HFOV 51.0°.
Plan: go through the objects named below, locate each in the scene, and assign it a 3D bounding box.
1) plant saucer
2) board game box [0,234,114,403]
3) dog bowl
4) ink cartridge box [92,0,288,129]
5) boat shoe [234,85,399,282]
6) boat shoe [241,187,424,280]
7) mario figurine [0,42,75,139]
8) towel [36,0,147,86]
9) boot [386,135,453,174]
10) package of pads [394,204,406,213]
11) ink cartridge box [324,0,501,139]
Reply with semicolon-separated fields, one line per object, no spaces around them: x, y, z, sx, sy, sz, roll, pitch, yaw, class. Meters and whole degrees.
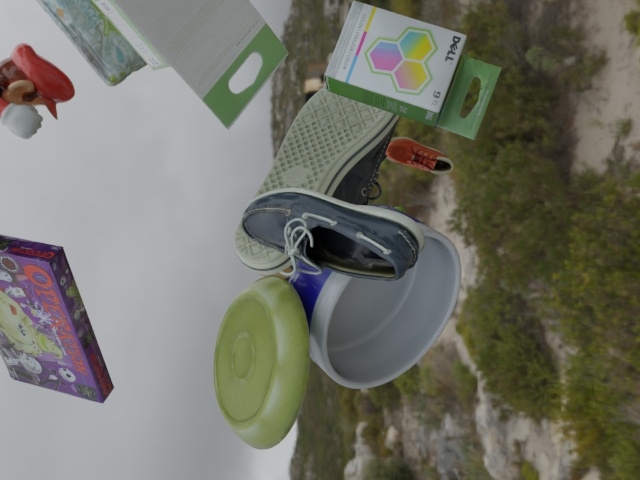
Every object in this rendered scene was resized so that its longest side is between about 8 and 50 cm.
-0.094;0.165;0.932;0.241;0.037;0.240;-21;64;54;plant saucer
-0.497;0.139;1.172;0.056;0.208;0.346;-68;-20;-49;board game box
0.081;0.083;1.005;0.104;0.265;0.264;37;139;45;dog bowl
-0.168;-0.292;0.922;0.235;0.056;0.171;50;-118;-35;ink cartridge box
0.021;-0.130;1.263;0.500;0.187;0.156;-59;-34;-17;boat shoe
0.000;0.000;0.840;0.079;0.255;0.095;-51;-34;-43;boat shoe
-0.596;-0.228;1.186;0.198;0.321;0.170;67;157;15;mario figurine
-0.382;-0.526;1.332;0.374;0.320;0.090;-46;11;-31;towel
0.212;-0.181;1.450;0.084;0.158;0.059;-122;45;-63;boot
0.071;0.084;1.327;0.101;0.229;0.296;54;-150;-30;package of pads
0.121;-0.219;0.866;0.062;0.209;0.108;66;-135;-81;ink cartridge box
